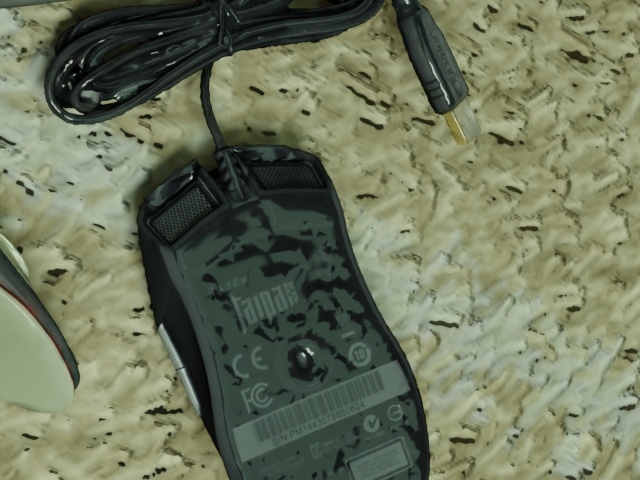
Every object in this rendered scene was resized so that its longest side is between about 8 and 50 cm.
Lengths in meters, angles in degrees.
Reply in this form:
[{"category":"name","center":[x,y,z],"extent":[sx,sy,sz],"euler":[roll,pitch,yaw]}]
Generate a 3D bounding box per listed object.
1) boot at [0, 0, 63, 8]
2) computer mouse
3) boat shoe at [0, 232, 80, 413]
[{"category":"boot","center":[-0.176,-0.091,0.588],"extent":[0.338,0.222,0.118],"euler":[4,56,-25]},{"category":"computer mouse","center":[0.000,0.000,0.777],"extent":[0.184,0.060,0.262],"euler":[-27,95,-20]},{"category":"boat shoe","center":[-0.142,0.013,0.705],"extent":[0.137,0.049,0.043],"euler":[51,31,-22]}]
